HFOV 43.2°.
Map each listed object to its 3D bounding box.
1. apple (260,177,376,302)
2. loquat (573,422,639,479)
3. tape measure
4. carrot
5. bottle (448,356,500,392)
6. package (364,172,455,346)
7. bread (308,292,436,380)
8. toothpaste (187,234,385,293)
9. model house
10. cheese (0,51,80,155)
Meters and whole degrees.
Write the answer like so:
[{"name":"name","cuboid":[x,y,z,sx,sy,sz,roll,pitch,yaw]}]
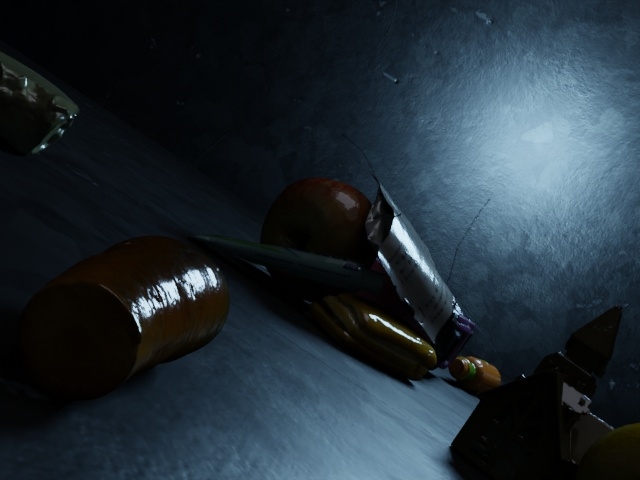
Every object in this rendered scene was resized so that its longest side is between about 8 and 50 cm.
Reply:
[{"name":"apple","cuboid":[0.000,0.000,1.333,0.209,0.209,0.164,35,18,29]},{"name":"loquat","cuboid":[0.333,0.275,0.821,0.149,0.205,0.172,-166,-118,-79]},{"name":"tape measure","cuboid":[0.160,0.130,1.467,0.232,0.149,0.245,36,4,12]},{"name":"carrot","cuboid":[-0.112,0.038,0.485,0.087,0.087,0.193,34,4,8]},{"name":"bottle","cuboid":[0.306,0.268,1.630,0.069,0.069,0.187,35,3,33]},{"name":"package","cuboid":[0.144,0.021,1.286,0.204,0.062,0.250,54,23,-29]},{"name":"bread","cuboid":[0.080,0.140,1.214,0.200,0.077,0.116,31,11,-36]},{"name":"toothpaste","cuboid":[-0.050,0.029,1.220,0.297,0.048,0.075,14,-1,5]},{"name":"model house","cuboid":[0.304,0.191,0.962,0.176,0.248,0.181,35,4,28]},{"name":"cheese","cuboid":[-0.406,-0.184,1.000,0.203,0.091,0.175,31,3,-19]}]
